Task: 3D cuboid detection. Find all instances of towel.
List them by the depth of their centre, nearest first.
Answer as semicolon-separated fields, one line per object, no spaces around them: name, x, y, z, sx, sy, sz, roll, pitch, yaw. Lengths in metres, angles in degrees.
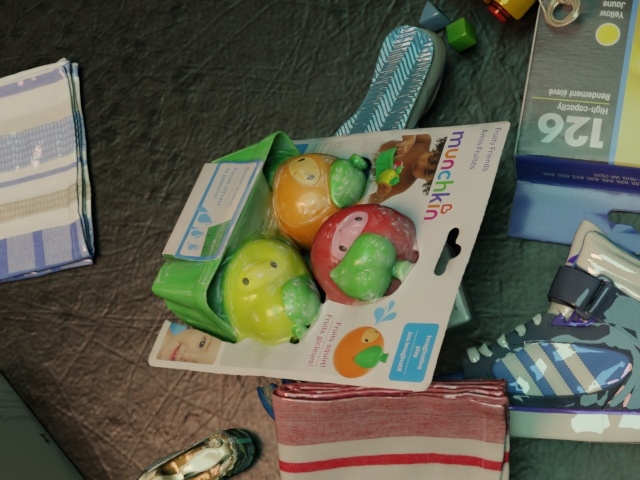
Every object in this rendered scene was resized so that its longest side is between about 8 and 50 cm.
towel;0.079;0.295;1.108;0.237;0.037;0.329;-2;111;5
towel;-0.405;-0.088;1.418;0.209;0.034;0.285;-12;77;14

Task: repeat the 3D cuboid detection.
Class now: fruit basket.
fruit basket;0.000;0.000;1.138;0.353;0.165;0.327;-4;53;40

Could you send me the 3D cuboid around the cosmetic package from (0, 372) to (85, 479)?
cosmetic package;-0.370;0.332;1.238;0.385;0.217;0.156;44;93;16

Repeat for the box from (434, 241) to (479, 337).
box;0.116;0.064;1.218;0.101;0.087;0.102;-19;75;11

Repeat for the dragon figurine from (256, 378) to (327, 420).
dragon figurine;-0.012;0.173;1.203;0.085;0.144;0.289;-46;72;3

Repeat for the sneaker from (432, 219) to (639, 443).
sneaker;0.245;0.096;1.156;0.323;0.130;0.236;1;79;15

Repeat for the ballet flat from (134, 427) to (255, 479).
ballet flat;-0.167;0.279;1.269;0.188;0.070;0.070;-34;73;7

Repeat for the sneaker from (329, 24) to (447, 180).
sneaker;0.084;-0.144;1.270;0.087;0.092;0.228;36;110;18

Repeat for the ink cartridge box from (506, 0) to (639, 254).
ink cartridge box;0.379;-0.139;1.195;0.304;0.072;0.307;8;80;16

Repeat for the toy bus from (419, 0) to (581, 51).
toy bus;0.190;-0.336;1.233;0.202;0.104;0.191;-7;69;39
